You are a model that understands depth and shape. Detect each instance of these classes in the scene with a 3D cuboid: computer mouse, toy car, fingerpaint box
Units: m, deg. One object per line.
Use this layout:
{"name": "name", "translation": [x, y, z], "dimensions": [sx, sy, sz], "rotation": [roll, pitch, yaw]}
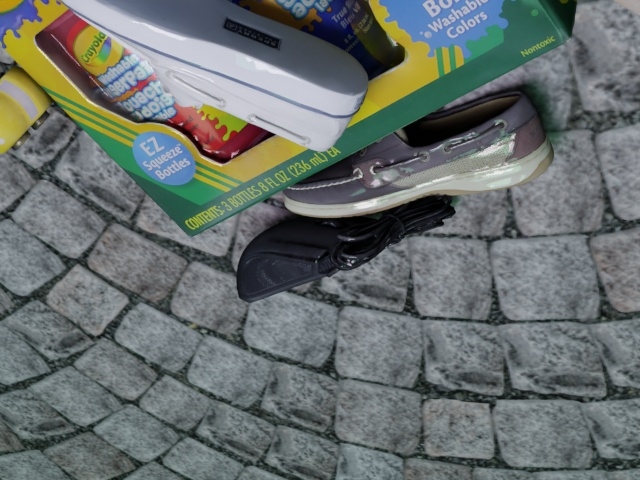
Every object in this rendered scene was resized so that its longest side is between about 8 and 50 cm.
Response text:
{"name": "computer mouse", "translation": [0.000, 0.000, 1.120], "dimensions": [0.272, 0.188, 0.072], "rotation": [-22, 93, 45]}
{"name": "toy car", "translation": [-0.255, -0.172, 1.030], "dimensions": [0.053, 0.239, 0.225], "rotation": [-35, 144, 31]}
{"name": "fingerpaint box", "translation": [-0.065, -0.246, 0.874], "dimensions": [0.445, 0.163, 0.371], "rotation": [-24, 119, 35]}

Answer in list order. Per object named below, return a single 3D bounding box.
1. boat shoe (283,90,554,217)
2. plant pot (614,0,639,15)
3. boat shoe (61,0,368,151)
{"name": "boat shoe", "translation": [0.088, -0.092, 1.031], "dimensions": [0.285, 0.103, 0.092], "rotation": [-8, 120, 22]}
{"name": "plant pot", "translation": [0.335, -0.314, 0.597], "dimensions": [0.334, 0.333, 0.305], "rotation": [6, 129, 11]}
{"name": "boat shoe", "translation": [-0.093, -0.142, 0.799], "dimensions": [0.258, 0.095, 0.084], "rotation": [26, 130, -3]}
